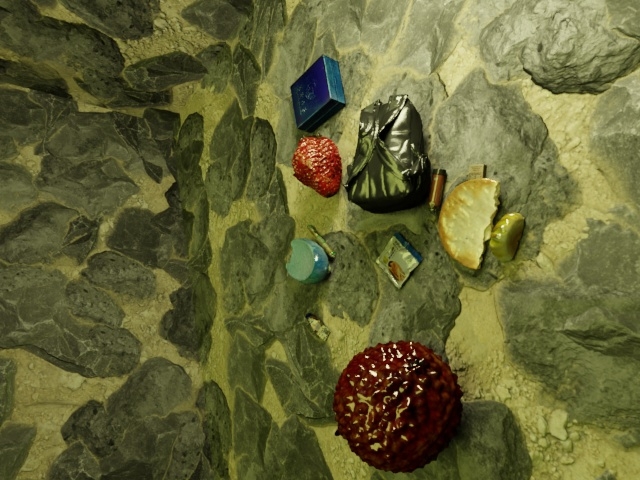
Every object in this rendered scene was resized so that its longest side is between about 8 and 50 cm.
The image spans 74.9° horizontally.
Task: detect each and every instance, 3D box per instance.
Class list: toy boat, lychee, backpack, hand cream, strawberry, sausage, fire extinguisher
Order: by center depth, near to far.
[{"bbox_3d":[0.233,0.561,1.418,0.500,0.425,0.424,-36,57,16],"label":"lychee"},{"bbox_3d":[0.433,-0.177,1.561,0.062,0.050,0.177,14,97,51],"label":"fire extinguisher"},{"bbox_3d":[0.258,-0.339,1.638,0.364,0.255,0.445,-7,77,42],"label":"backpack"},{"bbox_3d":[0.000,-0.349,1.935,0.258,0.261,0.260,30,109,28],"label":"strawberry"},{"bbox_3d":[-0.016,0.411,2.019,0.163,0.039,0.062,40,99,41],"label":"hand cream"},{"bbox_3d":[0.000,0.000,2.049,0.269,0.033,0.032,50,122,40],"label":"sausage"},{"bbox_3d":[-0.053,0.105,2.062,0.330,0.123,0.215,15,91,60],"label":"toy boat"}]

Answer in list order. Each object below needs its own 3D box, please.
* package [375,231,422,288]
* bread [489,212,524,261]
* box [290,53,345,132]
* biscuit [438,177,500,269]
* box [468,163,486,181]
[{"bbox_3d":[0.312,0.080,1.686,0.171,0.027,0.173,53,127,38],"label":"package"},{"bbox_3d":[0.587,-0.011,1.338,0.083,0.094,0.157,18,107,44],"label":"bread"},{"bbox_3d":[-0.021,-0.730,2.101,0.279,0.116,0.261,-27,66,46],"label":"box"},{"bbox_3d":[0.509,-0.069,1.460,0.205,0.040,0.308,22,108,48],"label":"biscuit"},{"bbox_3d":[0.545,-0.223,1.457,0.053,0.024,0.083,5,88,49],"label":"box"}]
